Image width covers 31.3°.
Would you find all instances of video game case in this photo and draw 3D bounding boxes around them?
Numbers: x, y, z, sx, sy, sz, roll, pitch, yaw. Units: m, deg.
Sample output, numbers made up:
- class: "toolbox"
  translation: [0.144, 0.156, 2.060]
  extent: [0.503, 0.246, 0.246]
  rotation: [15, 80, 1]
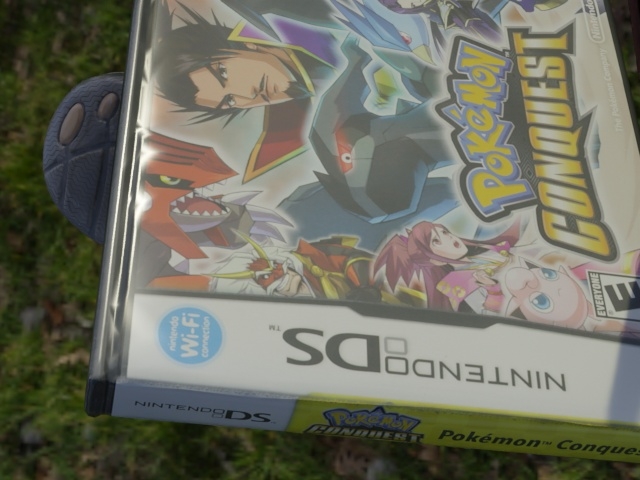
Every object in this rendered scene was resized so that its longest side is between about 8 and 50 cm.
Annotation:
- class: "video game case"
  translation: [0.032, -0.037, 0.524]
  extent: [0.035, 0.248, 0.274]
  rotation: [111, 163, -53]

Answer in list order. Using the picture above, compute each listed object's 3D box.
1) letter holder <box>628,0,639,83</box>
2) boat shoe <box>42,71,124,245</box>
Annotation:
- class: "letter holder"
  translation: [0.188, -0.114, 0.420]
  extent: [0.152, 0.302, 0.214]
  rotation: [10, 50, 31]
- class: "boat shoe"
  translation: [0.000, 0.000, 0.729]
  extent: [0.132, 0.355, 0.130]
  rotation: [-55, 4, 14]
